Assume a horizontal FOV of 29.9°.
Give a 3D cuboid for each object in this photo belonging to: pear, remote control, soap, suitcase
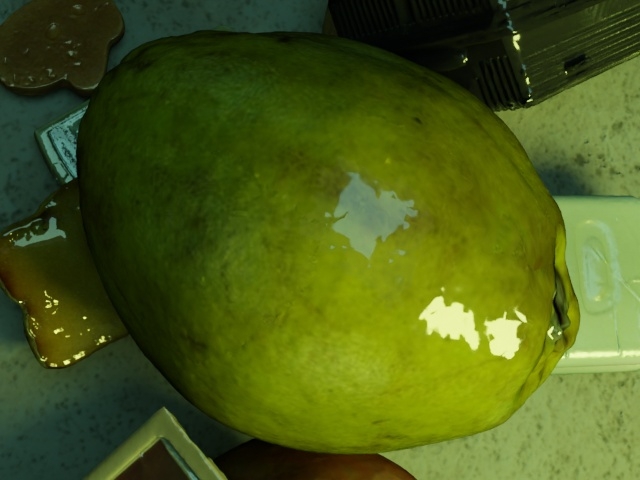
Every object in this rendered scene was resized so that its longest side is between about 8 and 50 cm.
[{"bbox_3d":[0.000,0.000,0.953,0.413,0.352,0.352,32,72,19],"label":"pear"},{"bbox_3d":[-0.159,-0.121,1.176,0.234,0.038,0.098,-33,85,-16],"label":"remote control"},{"bbox_3d":[0.193,0.045,1.182,0.290,0.095,0.172,-1,77,-12],"label":"soap"},{"bbox_3d":[0.200,-0.229,1.122,0.335,0.230,0.152,-26,104,-34],"label":"suitcase"}]

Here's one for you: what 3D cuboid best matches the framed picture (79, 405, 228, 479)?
[{"bbox_3d":[-0.095,0.293,0.845,0.211,0.020,0.289,-41,80,6],"label":"framed picture"}]

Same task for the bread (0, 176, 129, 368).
[{"bbox_3d":[-0.187,0.004,1.096,0.233,0.088,0.160,-32,113,-29],"label":"bread"}]

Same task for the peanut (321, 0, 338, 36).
[{"bbox_3d":[0.052,-0.170,1.202,0.100,0.099,0.214,-13,84,-15],"label":"peanut"}]

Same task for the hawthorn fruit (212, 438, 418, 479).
[{"bbox_3d":[-0.017,0.286,0.997,0.268,0.268,0.301,43,57,0],"label":"hawthorn fruit"}]

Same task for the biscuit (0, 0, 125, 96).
[{"bbox_3d":[-0.253,-0.188,1.174,0.140,0.023,0.118,-33,77,-18],"label":"biscuit"}]
